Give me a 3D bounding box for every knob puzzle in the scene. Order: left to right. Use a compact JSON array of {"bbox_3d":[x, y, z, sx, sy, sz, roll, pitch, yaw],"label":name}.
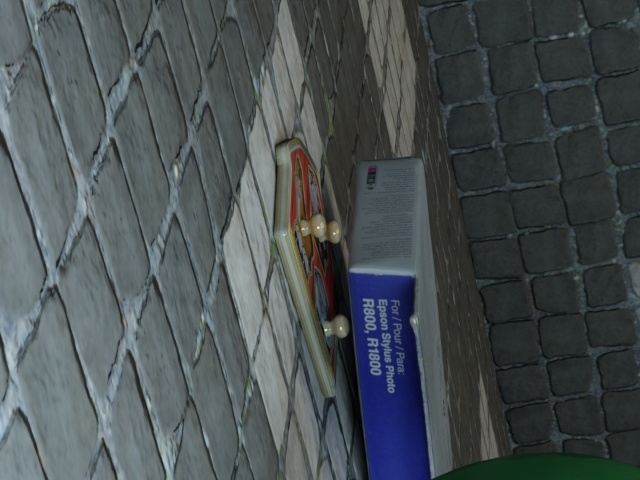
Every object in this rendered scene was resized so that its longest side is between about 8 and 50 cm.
[{"bbox_3d":[0.000,0.000,1.525,0.213,0.030,0.213,-10,90,-81],"label":"knob puzzle"}]

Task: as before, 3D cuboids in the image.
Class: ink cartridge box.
[{"bbox_3d":[0.069,0.136,1.615,0.330,0.071,0.324,-78,163,-66],"label":"ink cartridge box"}]

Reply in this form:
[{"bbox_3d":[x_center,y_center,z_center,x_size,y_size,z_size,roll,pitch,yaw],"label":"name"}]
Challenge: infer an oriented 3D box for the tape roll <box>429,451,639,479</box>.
[{"bbox_3d":[0.139,0.292,1.149,0.077,0.321,0.321,-52,132,-78],"label":"tape roll"}]
